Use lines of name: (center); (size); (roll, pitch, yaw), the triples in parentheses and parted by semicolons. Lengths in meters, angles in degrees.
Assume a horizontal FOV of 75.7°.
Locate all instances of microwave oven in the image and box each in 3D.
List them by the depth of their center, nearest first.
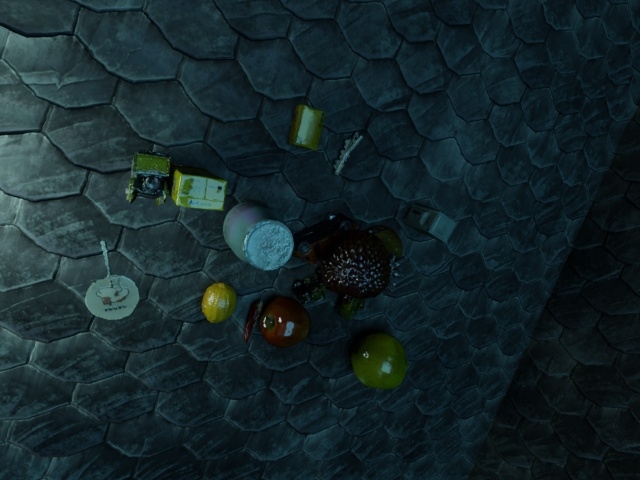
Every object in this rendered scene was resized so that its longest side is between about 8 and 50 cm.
microwave oven: (0.545, -0.093, 2.060); (0.162, 0.208, 0.123); (28, 92, -30)

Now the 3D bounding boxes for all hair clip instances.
hair clip: (0.113, -0.394, 1.853); (0.062, 0.056, 0.214); (27, 101, -46)

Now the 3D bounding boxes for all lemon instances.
lemon: (-0.425, 0.265, 1.729); (0.142, 0.142, 0.187); (14, 104, -29)

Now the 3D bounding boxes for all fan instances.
fan: (-0.808, 0.158, 1.582); (0.190, 0.009, 0.330); (-7, 108, -24)

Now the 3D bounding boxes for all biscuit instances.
biscuit: (0.286, 0.081, 2.082); (0.317, 0.040, 0.319); (-8, 109, -24)

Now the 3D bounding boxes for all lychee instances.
lychee: (0.155, 0.113, 1.754); (0.305, 0.306, 0.331); (21, 78, -30)

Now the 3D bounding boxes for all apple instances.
apple: (-0.151, 0.372, 1.855); (0.229, 0.230, 0.230); (-8, 108, -24)

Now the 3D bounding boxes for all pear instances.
pear: (0.299, 0.616, 2.121); (0.293, 0.294, 0.295); (-8, 108, -24)

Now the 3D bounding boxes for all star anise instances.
star anise: (0.319, 0.142, 2.032); (0.236, 0.093, 0.229); (41, 70, -21)

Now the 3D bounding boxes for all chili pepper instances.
chili pepper: (-0.304, 0.347, 1.869); (0.050, 0.059, 0.268); (23, 99, 9)

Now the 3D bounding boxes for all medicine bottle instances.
medicine bottle: (-0.243, -0.017, 1.648); (0.244, 0.290, 0.246); (-8, 108, -24)

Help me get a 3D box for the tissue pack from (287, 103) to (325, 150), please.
tissue pack: (-0.058, -0.470, 1.724); (0.119, 0.082, 0.170); (9, 101, -27)

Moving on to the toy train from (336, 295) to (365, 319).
toy train: (0.165, 0.272, 2.015); (0.137, 0.090, 0.226); (-21, 133, -44)

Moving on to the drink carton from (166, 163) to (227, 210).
drink carton: (-0.450, -0.193, 1.457); (0.154, 0.351, 0.112); (5, 103, -28)

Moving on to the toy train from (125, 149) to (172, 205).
toy train: (-0.603, -0.214, 1.439); (0.133, 0.260, 0.178); (3, 90, -28)

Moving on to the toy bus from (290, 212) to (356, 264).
toy bus: (0.000, 0.000, 1.859); (0.328, 0.143, 0.153); (-26, 124, -21)

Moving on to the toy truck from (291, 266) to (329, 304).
toy truck: (-0.001, 0.214, 1.937); (0.256, 0.127, 0.127); (-25, 130, -18)
